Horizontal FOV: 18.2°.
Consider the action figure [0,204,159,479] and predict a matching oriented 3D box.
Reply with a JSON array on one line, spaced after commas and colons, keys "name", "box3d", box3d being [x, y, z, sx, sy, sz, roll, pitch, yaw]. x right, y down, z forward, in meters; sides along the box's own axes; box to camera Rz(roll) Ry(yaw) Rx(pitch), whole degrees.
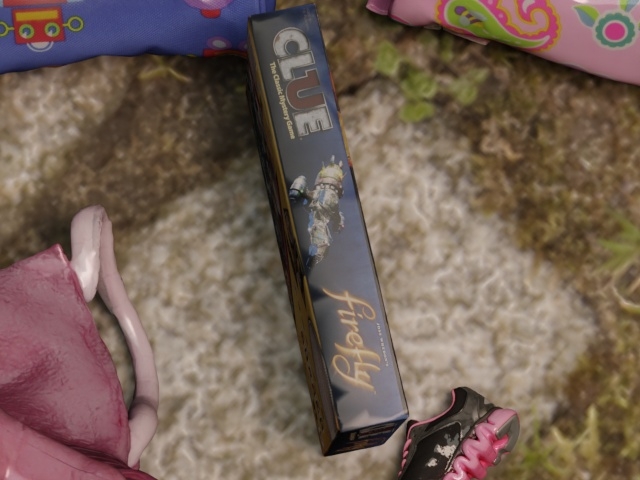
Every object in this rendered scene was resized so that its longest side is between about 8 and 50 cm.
[{"name": "action figure", "box3d": [-0.124, 0.166, 1.071, 0.275, 0.370, 0.248, -31, 116, -22]}]

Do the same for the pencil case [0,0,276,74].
[{"name": "pencil case", "box3d": [-0.174, -0.156, 1.238, 0.306, 0.133, 0.119, -6, 101, -3]}]

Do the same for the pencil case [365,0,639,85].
[{"name": "pencil case", "box3d": [0.177, -0.158, 1.261, 0.284, 0.124, 0.124, 15, 78, 1]}]

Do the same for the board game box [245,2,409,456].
[{"name": "board game box", "box3d": [0.000, 0.000, 1.193, 0.042, 0.165, 0.243, -11, 80, -5]}]

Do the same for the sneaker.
[{"name": "sneaker", "box3d": [0.067, 0.139, 1.236, 0.119, 0.047, 0.057, -45, 62, -11]}]
